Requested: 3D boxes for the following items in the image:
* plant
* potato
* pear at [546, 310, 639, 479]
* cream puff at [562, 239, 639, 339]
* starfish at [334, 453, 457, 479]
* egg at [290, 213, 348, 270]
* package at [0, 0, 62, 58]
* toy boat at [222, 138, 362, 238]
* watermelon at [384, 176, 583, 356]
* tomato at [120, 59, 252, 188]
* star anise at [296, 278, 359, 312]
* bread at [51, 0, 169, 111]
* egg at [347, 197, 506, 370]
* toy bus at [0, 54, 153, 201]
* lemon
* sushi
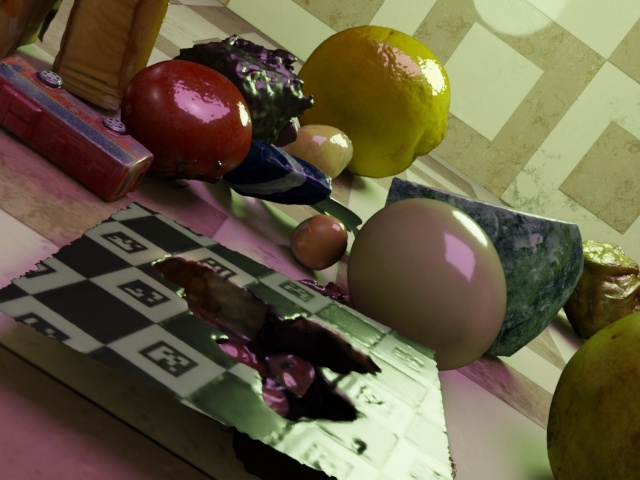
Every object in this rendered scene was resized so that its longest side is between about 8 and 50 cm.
[{"bbox_3d":[-0.121,-0.216,1.207,0.178,0.204,0.234,41,24,23],"label":"plant"},{"bbox_3d":[-0.005,-0.168,1.461,0.112,0.112,0.147,45,25,29],"label":"potato"},{"bbox_3d":[0.392,0.229,0.856,0.287,0.287,0.375,39,36,12],"label":"pear"},{"bbox_3d":[0.617,0.111,1.712,0.196,0.244,0.244,-4,32,-22],"label":"cream puff"},{"bbox_3d":[0.071,0.209,0.613,0.240,0.043,0.227,27,22,27],"label":"starfish"},{"bbox_3d":[0.000,0.000,1.016,0.071,0.083,0.071,21,49,-26],"label":"egg"},{"bbox_3d":[-0.363,-0.402,0.996,0.221,0.311,0.165,43,20,29],"label":"package"},{"bbox_3d":[-0.042,-0.064,1.115,0.210,0.070,0.291,23,-8,24],"label":"toy boat"},{"bbox_3d":[0.222,0.022,1.207,0.387,0.229,0.258,18,13,-24],"label":"watermelon"},{"bbox_3d":[-0.166,-0.144,0.946,0.167,0.167,0.167,33,16,-11],"label":"tomato"},{"bbox_3d":[0.022,0.089,0.851,0.129,0.056,0.124,44,17,29],"label":"star anise"},{"bbox_3d":[-0.266,-0.321,1.036,0.119,0.288,0.152,16,22,-26],"label":"bread"},{"bbox_3d":[0.128,0.052,0.940,0.186,0.186,0.242,26,28,-30],"label":"egg"},{"bbox_3d":[-0.275,-0.121,0.831,0.192,0.065,0.077,35,23,0],"label":"toy bus"},{"bbox_3d":[0.110,-0.299,1.675,0.348,0.348,0.348,33,16,-11],"label":"lemon"},{"bbox_3d":[-0.060,0.103,0.629,0.339,0.069,0.320,27,14,-3],"label":"sushi"}]
